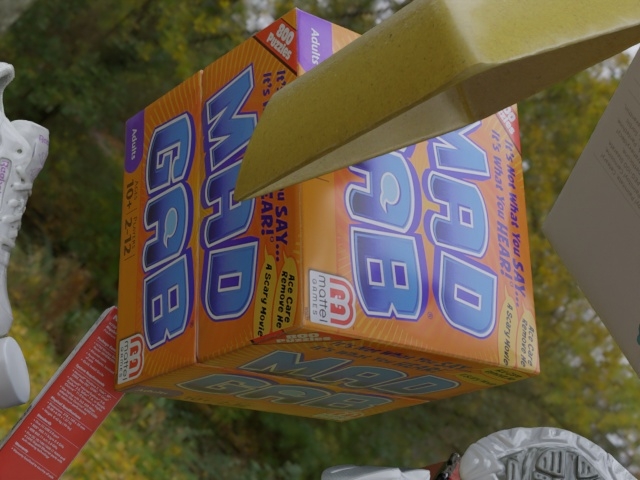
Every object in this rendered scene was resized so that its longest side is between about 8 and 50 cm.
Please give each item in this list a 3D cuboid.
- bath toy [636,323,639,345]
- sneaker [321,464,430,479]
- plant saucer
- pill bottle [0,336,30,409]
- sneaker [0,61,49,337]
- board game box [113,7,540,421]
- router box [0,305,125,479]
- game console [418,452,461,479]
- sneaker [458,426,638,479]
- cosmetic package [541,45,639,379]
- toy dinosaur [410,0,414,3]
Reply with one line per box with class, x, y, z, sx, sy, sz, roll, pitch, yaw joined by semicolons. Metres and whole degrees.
bath toy;0.382;0.001;1.074;0.129;0.348;0.151;37;-46;-4
sneaker;0.050;0.221;0.961;0.054;0.061;0.152;-2;-13;33
plant saucer;0.118;-0.152;0.973;0.333;0.333;0.081;-23;-91;52
pill bottle;-0.553;0.218;1.655;0.131;0.229;0.131;165;-90;-89
sneaker;-0.352;-0.050;1.196;0.114;0.152;0.305;144;-68;-80
board game box;0.000;0.000;1.364;0.357;0.356;0.356;14;-25;-37
router box;-0.351;0.234;1.554;0.082;0.301;0.335;38;-12;-7
game console;0.139;0.300;1.303;0.124;0.085;0.144;41;9;10
sneaker;0.205;0.211;0.814;0.232;0.090;0.115;20;-31;7
cosmetic package;0.591;-0.051;1.636;0.327;0.330;0.393;63;-32;36
toy dinosaur;0.149;-0.316;1.406;0.112;0.212;0.064;60;1;12
